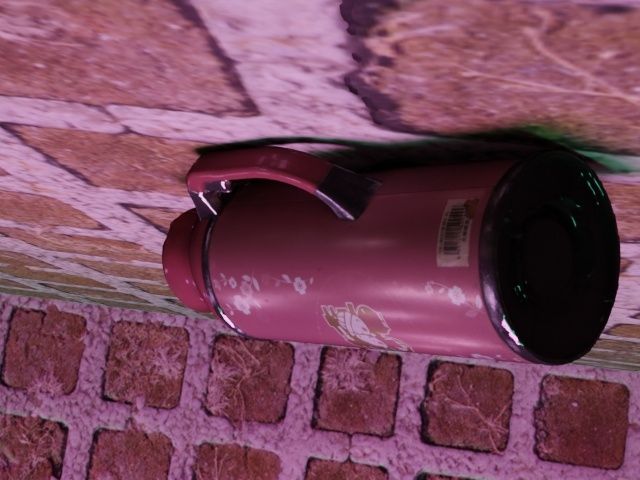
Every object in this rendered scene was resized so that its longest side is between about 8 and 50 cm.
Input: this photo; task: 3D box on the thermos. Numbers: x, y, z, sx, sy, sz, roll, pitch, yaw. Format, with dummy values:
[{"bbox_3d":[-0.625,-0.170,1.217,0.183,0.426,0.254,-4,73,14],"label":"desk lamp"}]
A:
[{"bbox_3d":[0.001,0.009,0.624,0.136,0.109,0.330,15,169,-41],"label":"thermos"}]
